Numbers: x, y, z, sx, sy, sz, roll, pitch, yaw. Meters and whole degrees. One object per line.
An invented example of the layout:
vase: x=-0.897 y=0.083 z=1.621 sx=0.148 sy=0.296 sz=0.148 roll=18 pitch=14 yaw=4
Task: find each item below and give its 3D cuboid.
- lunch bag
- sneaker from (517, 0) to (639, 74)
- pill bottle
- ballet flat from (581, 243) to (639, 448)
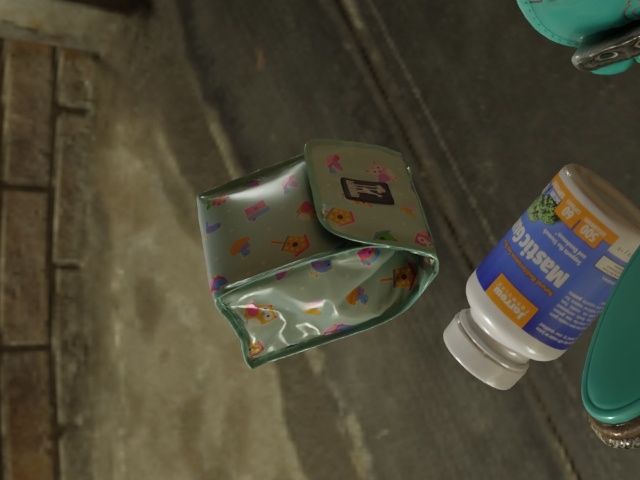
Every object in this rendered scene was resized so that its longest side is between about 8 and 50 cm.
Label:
lunch bag: x=0.000 y=0.000 z=1.471 sx=0.262 sy=0.160 sz=0.223 roll=-22 pitch=37 yaw=6
sneaker: x=0.157 y=-0.121 z=0.449 sx=0.178 sy=0.295 sz=0.124 roll=-4 pitch=101 yaw=8
pill bottle: x=0.277 y=0.052 z=1.536 sx=0.272 sy=0.152 sz=0.152 roll=-52 pitch=52 yaw=19
ballet flat: x=0.358 y=-0.026 z=1.000 sx=0.164 sy=0.182 sz=0.483 roll=-14 pitch=48 yaw=54
